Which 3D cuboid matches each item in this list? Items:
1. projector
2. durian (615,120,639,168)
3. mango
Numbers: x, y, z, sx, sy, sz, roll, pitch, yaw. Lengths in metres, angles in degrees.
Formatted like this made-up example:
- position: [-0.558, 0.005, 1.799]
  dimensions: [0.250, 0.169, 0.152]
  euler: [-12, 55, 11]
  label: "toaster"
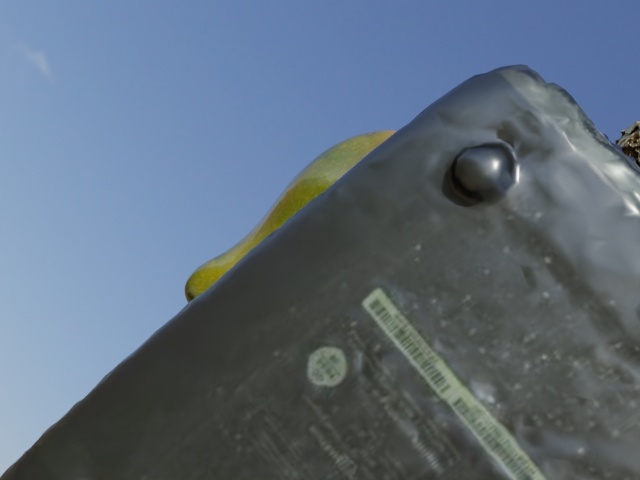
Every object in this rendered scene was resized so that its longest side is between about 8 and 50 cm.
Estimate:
- position: [0.090, 0.174, 0.658]
  dimensions: [0.395, 0.405, 0.242]
  euler: [49, -1, 20]
  label: "projector"
- position: [0.329, -0.072, 1.330]
  dimensions: [0.052, 0.066, 0.130]
  euler: [27, -39, 7]
  label: "durian"
- position: [0.004, 0.002, 1.251]
  dimensions: [0.146, 0.289, 0.129]
  euler: [44, 4, -41]
  label: "mango"
